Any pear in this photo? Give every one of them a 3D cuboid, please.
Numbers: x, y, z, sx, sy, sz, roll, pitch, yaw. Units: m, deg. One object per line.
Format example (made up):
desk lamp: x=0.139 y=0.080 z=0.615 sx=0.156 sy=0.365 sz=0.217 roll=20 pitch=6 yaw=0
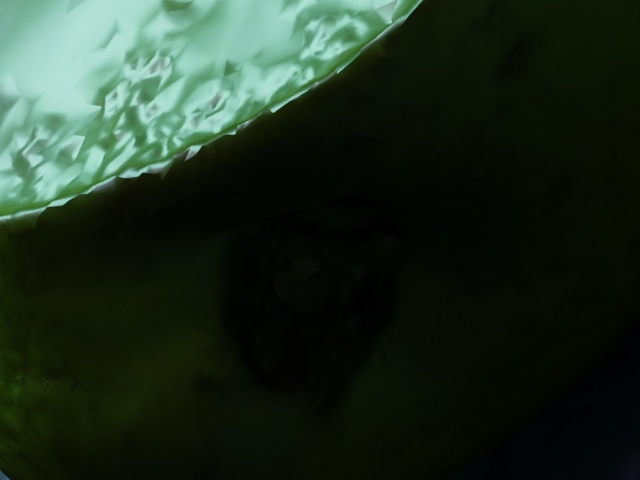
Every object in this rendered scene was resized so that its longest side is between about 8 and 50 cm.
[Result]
pear: x=0.015 y=-0.044 z=0.516 sx=0.286 sy=0.176 sz=0.282 roll=-13 pitch=45 yaw=32
